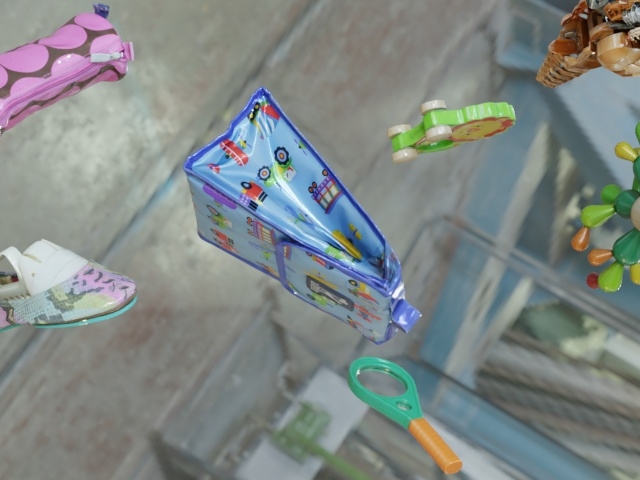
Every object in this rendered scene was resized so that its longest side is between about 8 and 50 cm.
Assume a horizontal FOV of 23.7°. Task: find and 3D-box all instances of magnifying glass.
[{"bbox_3d":[0.115,0.232,2.049,0.092,0.231,0.026,-5,124,-34],"label":"magnifying glass"}]

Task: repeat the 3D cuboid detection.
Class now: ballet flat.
[{"bbox_3d":[-0.258,0.041,1.374,0.077,0.221,0.079,-37,109,-43],"label":"ballet flat"}]

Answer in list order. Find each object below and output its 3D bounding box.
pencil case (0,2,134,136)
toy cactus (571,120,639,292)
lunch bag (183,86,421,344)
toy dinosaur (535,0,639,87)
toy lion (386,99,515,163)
[{"bbox_3d":[-0.298,-0.167,1.592,0.209,0.098,0.095,-36,134,-34],"label":"pencil case"},{"bbox_3d":[0.389,-0.032,1.837,0.219,0.112,0.180,-66,-165,4],"label":"toy cactus"},{"bbox_3d":[0.000,0.000,1.740,0.138,0.293,0.221,-47,166,-15],"label":"lunch bag"},{"bbox_3d":[0.306,-0.202,1.343,0.218,0.322,0.164,4,97,-30],"label":"toy dinosaur"},{"bbox_3d":[0.122,-0.101,1.373,0.096,0.034,0.100,-4,166,-28],"label":"toy lion"}]
